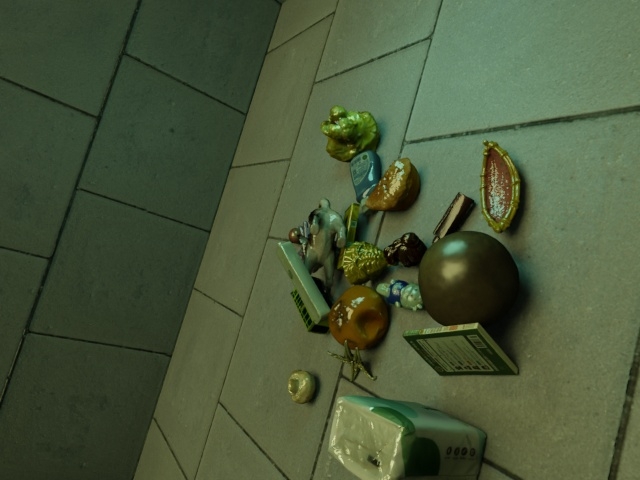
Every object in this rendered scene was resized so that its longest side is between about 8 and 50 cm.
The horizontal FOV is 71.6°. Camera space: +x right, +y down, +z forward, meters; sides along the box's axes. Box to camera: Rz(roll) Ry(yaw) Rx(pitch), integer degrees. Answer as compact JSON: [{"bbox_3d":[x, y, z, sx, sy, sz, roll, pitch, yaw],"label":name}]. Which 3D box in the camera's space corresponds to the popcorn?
[{"bbox_3d":[0.126,-0.491,2.044,0.277,0.276,0.225,-58,40,18],"label":"popcorn"}]

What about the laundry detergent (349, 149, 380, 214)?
[{"bbox_3d":[0.209,-0.250,1.951,0.143,0.094,0.290,-24,56,32],"label":"laundry detergent"}]

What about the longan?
[{"bbox_3d":[0.417,0.117,1.286,0.297,0.297,0.298,-31,49,45],"label":"longan"}]

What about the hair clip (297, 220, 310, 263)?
[{"bbox_3d":[-0.069,0.026,2.212,0.137,0.090,0.279,-36,45,54],"label":"hair clip"}]

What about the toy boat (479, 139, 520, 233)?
[{"bbox_3d":[0.555,-0.162,1.383,0.141,0.099,0.318,-28,54,51],"label":"toy boat"}]

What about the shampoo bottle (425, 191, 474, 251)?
[{"bbox_3d":[0.438,-0.051,1.526,0.067,0.068,0.236,41,109,34],"label":"shampoo bottle"}]

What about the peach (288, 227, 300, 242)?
[{"bbox_3d":[-0.131,-0.024,2.336,0.083,0.083,0.083,-31,49,45],"label":"peach"}]

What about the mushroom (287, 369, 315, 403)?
[{"bbox_3d":[-0.083,0.624,1.897,0.148,0.112,0.148,-42,41,50],"label":"mushroom"}]

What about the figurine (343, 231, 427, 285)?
[{"bbox_3d":[0.259,0.067,1.673,0.315,0.187,0.168,-14,98,42],"label":"figurine"}]

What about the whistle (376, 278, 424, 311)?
[{"bbox_3d":[0.290,0.190,1.581,0.244,0.092,0.110,13,64,52],"label":"whistle"}]

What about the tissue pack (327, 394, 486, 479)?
[{"bbox_3d":[0.236,0.558,1.230,0.266,0.356,0.194,1,74,56],"label":"tissue pack"}]

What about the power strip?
[{"bbox_3d":[-0.079,0.161,1.838,0.385,0.062,0.091,59,152,20],"label":"power strip"}]

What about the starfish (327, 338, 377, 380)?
[{"bbox_3d":[0.117,0.454,1.671,0.216,0.050,0.224,16,128,22],"label":"starfish"}]

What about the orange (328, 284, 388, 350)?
[{"bbox_3d":[0.128,0.288,1.694,0.249,0.183,0.249,-29,52,44],"label":"orange"}]

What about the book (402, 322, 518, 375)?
[{"bbox_3d":[0.394,0.321,1.279,0.264,0.202,0.027,-22,28,50],"label":"book"}]

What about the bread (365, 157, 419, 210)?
[{"bbox_3d":[0.298,-0.188,1.748,0.260,0.129,0.134,-52,38,29],"label":"bread"}]

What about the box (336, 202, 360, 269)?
[{"bbox_3d":[0.117,-0.011,1.934,0.153,0.040,0.279,126,154,-77],"label":"box"}]

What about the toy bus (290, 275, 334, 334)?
[{"bbox_3d":[-0.029,0.283,1.980,0.150,0.128,0.262,-59,36,22],"label":"toy bus"}]

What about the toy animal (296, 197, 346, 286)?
[{"bbox_3d":[0.000,0.000,1.979,0.303,0.194,0.345,-99,22,-55],"label":"toy animal"}]
